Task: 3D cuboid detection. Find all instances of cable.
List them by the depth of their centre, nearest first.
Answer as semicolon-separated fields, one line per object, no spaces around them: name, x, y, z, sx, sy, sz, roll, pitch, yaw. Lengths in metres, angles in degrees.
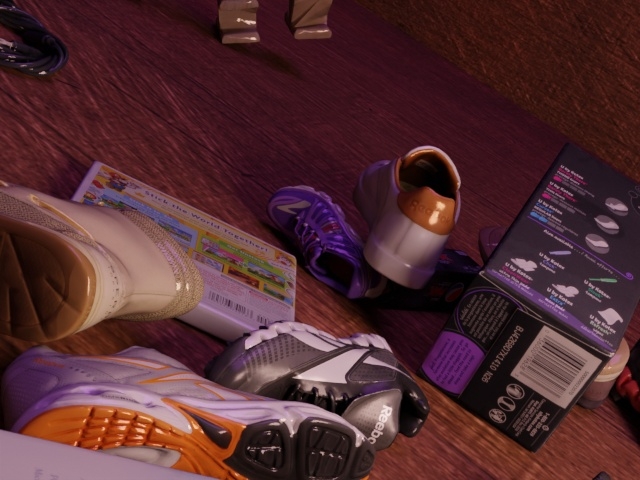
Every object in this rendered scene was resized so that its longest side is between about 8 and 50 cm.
cable;-0.368;-0.255;1.292;0.150;0.047;0.184;26;18;-13

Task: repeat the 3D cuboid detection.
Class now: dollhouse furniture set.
dollhouse furniture set;-0.182;-0.558;1.906;0.394;0.362;0.256;-6;29;-9

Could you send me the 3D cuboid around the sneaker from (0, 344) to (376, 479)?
sneaker;-0.082;0.115;0.702;0.262;0.099;0.121;18;17;-34

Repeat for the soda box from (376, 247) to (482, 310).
soda box;0.120;0.042;1.238;0.169;0.060;0.053;8;29;-49

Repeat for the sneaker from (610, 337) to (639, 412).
sneaker;0.423;0.183;1.217;0.097;0.135;0.276;25;20;-21

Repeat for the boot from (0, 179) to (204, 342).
boot;-0.230;-0.005;0.790;0.261;0.095;0.203;20;6;18

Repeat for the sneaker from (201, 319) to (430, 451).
sneaker;0.010;0.121;0.844;0.106;0.078;0.234;40;19;34

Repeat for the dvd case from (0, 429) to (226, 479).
dvd case;-0.110;0.181;0.535;0.253;0.022;0.180;20;34;-28

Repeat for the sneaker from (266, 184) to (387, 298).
sneaker;0.000;0.000;1.163;0.170;0.068;0.071;41;27;27

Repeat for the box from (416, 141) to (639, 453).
box;0.234;0.051;1.096;0.143;0.165;0.270;33;43;8

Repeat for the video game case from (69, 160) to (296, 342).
video game case;-0.127;0.015;0.994;0.227;0.026;0.206;26;19;-10

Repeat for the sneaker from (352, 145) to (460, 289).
sneaker;0.107;-0.052;1.177;0.105;0.123;0.290;24;18;-10

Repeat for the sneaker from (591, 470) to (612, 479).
sneaker;0.202;0.253;0.758;0.130;0.109;0.286;41;22;18

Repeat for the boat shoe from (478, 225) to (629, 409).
boat shoe;0.262;0.086;1.291;0.102;0.092;0.285;-5;36;-23
